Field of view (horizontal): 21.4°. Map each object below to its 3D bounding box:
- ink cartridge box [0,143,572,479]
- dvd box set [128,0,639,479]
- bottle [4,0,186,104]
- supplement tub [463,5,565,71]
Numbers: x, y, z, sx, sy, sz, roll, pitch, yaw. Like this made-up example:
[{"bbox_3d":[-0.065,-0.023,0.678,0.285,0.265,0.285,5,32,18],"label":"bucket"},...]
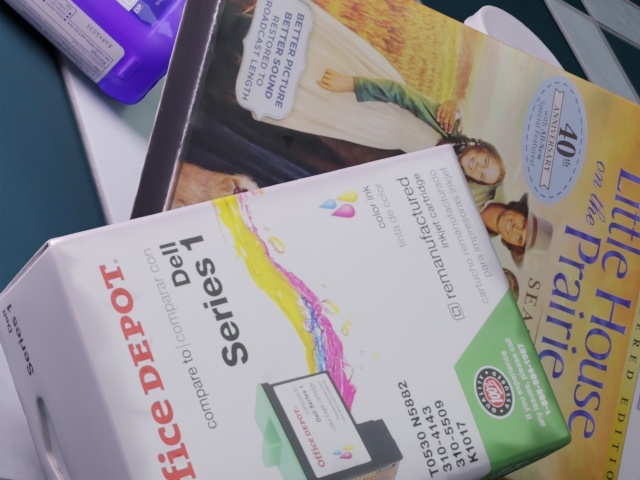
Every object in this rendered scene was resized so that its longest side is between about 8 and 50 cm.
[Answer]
[{"bbox_3d":[-0.022,0.078,0.992,0.278,0.117,0.201,-15,77,-30],"label":"ink cartridge box"},{"bbox_3d":[0.073,0.000,1.183,0.420,0.062,0.308,21,75,-27],"label":"dvd box set"},{"bbox_3d":[-0.218,-0.231,1.301,0.283,0.092,0.118,42,27,-12],"label":"bottle"},{"bbox_3d":[0.114,-0.096,1.493,0.144,0.199,0.144,35,30,-24],"label":"supplement tub"}]
